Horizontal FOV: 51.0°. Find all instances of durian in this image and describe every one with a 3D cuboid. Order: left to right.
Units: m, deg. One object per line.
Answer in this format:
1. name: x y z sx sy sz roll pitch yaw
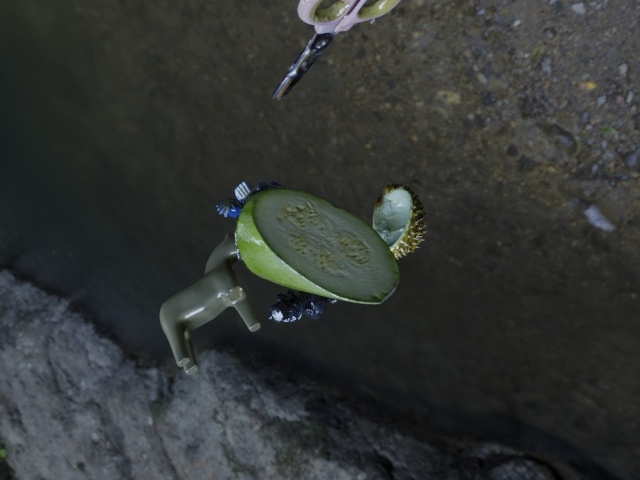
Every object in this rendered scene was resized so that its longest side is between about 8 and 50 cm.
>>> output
1. durian: 0.187 -0.046 1.613 0.139 0.252 0.144 -1 154 11

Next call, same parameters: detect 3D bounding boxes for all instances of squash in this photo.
1. squash: 0.000 0.000 1.173 0.260 0.189 0.189 8 131 42

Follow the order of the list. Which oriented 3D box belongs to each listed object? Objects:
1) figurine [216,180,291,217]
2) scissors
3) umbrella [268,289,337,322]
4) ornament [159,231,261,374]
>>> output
1. figurine: -0.141 -0.075 1.623 0.164 0.262 0.121 -9 105 8
2. scissors: 0.014 -0.259 0.822 0.317 0.160 0.024 -39 73 53
3. umbrella: -0.034 0.132 1.386 0.080 0.224 0.071 12 103 25
4. ornament: -0.202 0.101 1.276 0.245 0.230 0.061 55 178 44
